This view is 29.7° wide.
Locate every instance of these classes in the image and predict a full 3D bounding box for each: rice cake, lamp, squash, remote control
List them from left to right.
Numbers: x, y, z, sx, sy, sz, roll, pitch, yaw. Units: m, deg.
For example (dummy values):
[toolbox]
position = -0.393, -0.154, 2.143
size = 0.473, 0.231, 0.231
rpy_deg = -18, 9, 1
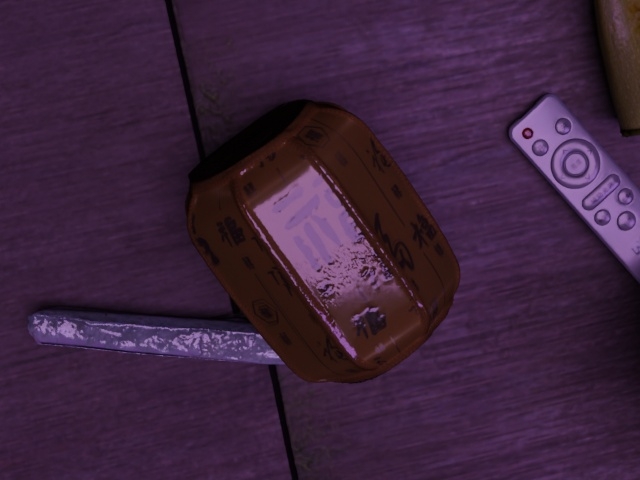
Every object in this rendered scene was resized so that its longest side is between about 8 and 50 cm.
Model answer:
[rice cake]
position = -0.117, 0.072, 0.923
size = 0.207, 0.033, 0.033
rpy_deg = 5, 104, -8
[lamp]
position = 0.000, 0.000, 0.862
size = 0.161, 0.161, 0.185
rpy_deg = -36, 107, 2
[remote control]
position = 0.221, -0.035, 0.949
size = 0.050, 0.027, 0.184
rpy_deg = -43, 100, 2
[squash]
position = 0.241, -0.196, 0.892
size = 0.094, 0.094, 0.224
rpy_deg = -15, 96, -4
